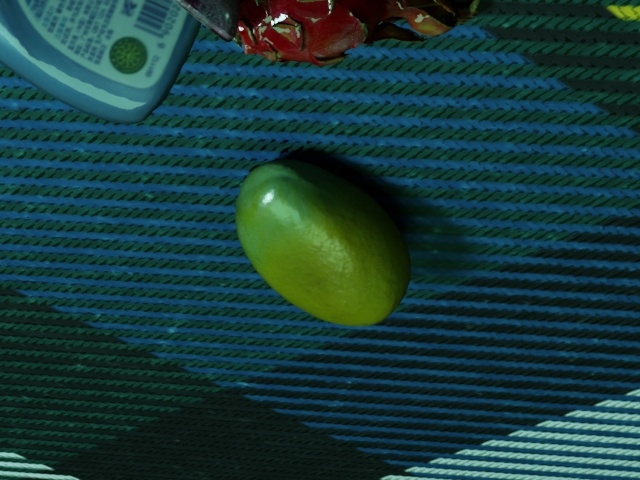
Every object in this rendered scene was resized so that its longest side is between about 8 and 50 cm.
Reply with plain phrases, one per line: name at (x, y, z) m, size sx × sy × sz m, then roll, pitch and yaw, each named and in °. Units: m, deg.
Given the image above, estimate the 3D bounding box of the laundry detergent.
laundry detergent at (-0.220, -0.194, 1.102) m, size 0.290 × 0.143 × 0.094 m, roll 25°, pitch 177°, yaw -17°

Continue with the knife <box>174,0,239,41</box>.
knife at (-0.163, -0.198, 1.024) m, size 0.278 × 0.123 × 0.053 m, roll 23°, pitch 119°, yaw -23°

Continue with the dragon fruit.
dragon fruit at (0.024, -0.172, 1.147) m, size 0.191 × 0.094 × 0.094 m, roll -7°, pitch 153°, yaw -19°

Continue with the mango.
mango at (0.000, 0.000, 1.411) m, size 0.130 × 0.091 × 0.194 m, roll -7°, pitch 141°, yaw 26°
